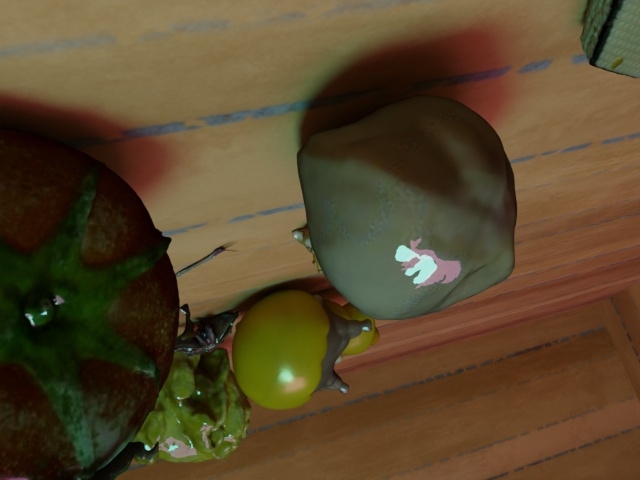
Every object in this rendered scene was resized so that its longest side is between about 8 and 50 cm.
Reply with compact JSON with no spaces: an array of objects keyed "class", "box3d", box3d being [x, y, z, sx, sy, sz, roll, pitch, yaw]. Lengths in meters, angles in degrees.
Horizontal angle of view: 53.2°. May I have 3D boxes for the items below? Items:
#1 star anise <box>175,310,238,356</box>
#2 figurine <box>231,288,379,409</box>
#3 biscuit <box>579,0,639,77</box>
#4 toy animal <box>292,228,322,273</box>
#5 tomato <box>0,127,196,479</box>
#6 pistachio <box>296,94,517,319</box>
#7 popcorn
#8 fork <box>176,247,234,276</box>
[{"class":"star anise","box3d":[-0.211,0.172,1.133,0.129,0.056,0.124,-24,166,-34]},{"class":"figurine","box3d":[-0.004,0.173,1.160,0.187,0.215,0.343,25,-152,39]},{"class":"biscuit","box3d":[0.306,-0.222,0.483,0.150,0.052,0.252,1,153,-35]},{"class":"toy animal","box3d":[0.000,0.000,0.868,0.060,0.081,0.083,-15,127,18]},{"class":"tomato","box3d":[-0.264,0.066,0.495,0.239,0.304,0.303,-12,169,39]},{"class":"pistachio","box3d":[0.082,-0.027,0.629,0.226,0.208,0.332,25,180,6]},{"class":"popcorn","box3d":[-0.260,0.327,1.273,0.241,0.235,0.250,-26,143,28]},{"class":"fork","box3d":[-0.155,0.028,0.853,0.115,0.012,0.016,-23,158,31]}]
